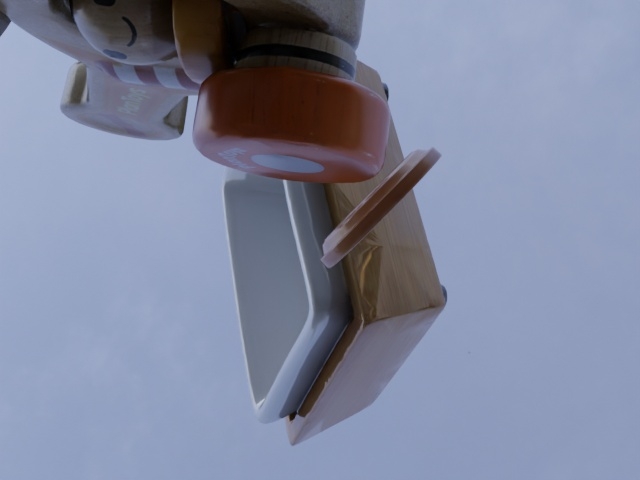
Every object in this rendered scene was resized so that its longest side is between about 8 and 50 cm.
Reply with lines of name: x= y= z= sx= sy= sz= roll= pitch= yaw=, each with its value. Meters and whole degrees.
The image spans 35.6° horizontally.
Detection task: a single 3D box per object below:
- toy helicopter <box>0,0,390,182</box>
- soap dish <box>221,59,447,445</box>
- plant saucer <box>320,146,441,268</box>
toy helicopter: x=-0.110 y=-0.103 z=0.526 sx=0.235 sy=0.355 sz=0.140 roll=9 pitch=-97 yaw=-15
soap dish: x=0.000 y=0.000 z=0.868 sx=0.118 sy=0.229 sz=0.291 roll=-1 pitch=-123 yaw=-19
plant saucer: x=0.029 y=-0.019 z=0.517 sx=0.083 sy=0.083 sz=0.013 roll=-45 pitch=-89 yaw=2
